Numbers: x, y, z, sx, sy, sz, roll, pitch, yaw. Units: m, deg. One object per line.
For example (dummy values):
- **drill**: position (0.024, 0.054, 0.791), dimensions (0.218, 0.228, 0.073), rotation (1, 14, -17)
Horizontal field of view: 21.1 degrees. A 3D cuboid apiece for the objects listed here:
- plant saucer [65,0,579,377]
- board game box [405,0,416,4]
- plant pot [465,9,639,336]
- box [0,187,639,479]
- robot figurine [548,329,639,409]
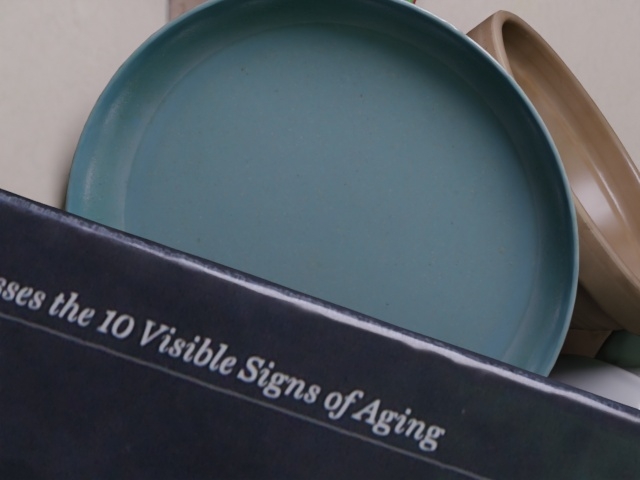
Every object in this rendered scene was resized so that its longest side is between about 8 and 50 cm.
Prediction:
- **plant saucer**: position (0.000, 0.000, 1.041), dimensions (0.317, 0.044, 0.318), rotation (4, 105, 15)
- **board game box**: position (0.003, -0.248, 1.090), dimensions (0.259, 0.039, 0.124), rotation (40, 64, -42)
- **plant pot**: position (0.140, -0.026, 1.143), dimensions (0.109, 0.237, 0.237), rotation (-32, 112, 19)
- **box**: position (-0.053, 0.266, 0.846), dimensions (0.480, 0.297, 0.472), rotation (19, 84, 1)
- **robot figurine**: position (0.166, 0.218, 1.146), dimensions (0.353, 0.199, 0.300), rotation (-52, 145, -16)
